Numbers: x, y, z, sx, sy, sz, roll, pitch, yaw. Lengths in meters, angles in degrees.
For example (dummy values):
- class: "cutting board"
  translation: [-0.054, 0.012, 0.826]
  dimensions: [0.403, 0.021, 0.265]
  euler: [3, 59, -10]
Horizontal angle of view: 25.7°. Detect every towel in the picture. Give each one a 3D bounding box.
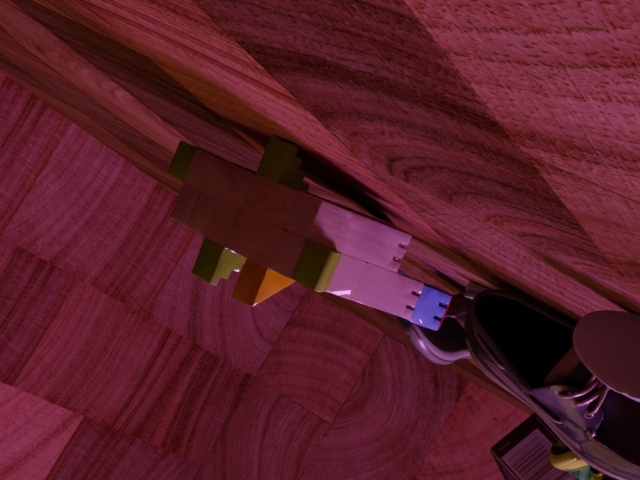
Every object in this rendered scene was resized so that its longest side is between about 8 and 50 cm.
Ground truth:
- class: "towel"
  translation: [0.274, 0.110, 1.894]
  dimensions: [0.152, 0.023, 0.113]
  euler: [34, 176, -30]

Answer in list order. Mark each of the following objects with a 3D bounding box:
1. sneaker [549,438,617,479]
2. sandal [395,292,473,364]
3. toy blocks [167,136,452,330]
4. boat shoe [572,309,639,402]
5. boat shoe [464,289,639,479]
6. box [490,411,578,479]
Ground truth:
- class: "sneaker"
  translation: [0.411, 0.296, 1.874]
  dimensions: [0.123, 0.109, 0.295]
  euler: [28, 176, -10]
- class: "sandal"
  translation: [0.212, 0.118, 2.046]
  dimensions: [0.302, 0.086, 0.120]
  euler: [12, -142, -44]
- class: "toy blocks"
  translation: [0.000, 0.000, 1.746]
  dimensions: [0.261, 0.191, 0.381]
  euler: [21, -178, -38]
- class: "boat shoe"
  translation: [0.351, 0.140, 1.384]
  dimensions: [0.219, 0.078, 0.070]
  euler: [28, 173, 20]
- class: "boat shoe"
  translation: [0.307, 0.176, 1.678]
  dimensions: [0.355, 0.132, 0.130]
  euler: [31, 172, 30]
- class: "box"
  translation: [0.404, 0.381, 2.267]
  dimensions: [0.168, 0.167, 0.203]
  euler: [47, 172, 37]
